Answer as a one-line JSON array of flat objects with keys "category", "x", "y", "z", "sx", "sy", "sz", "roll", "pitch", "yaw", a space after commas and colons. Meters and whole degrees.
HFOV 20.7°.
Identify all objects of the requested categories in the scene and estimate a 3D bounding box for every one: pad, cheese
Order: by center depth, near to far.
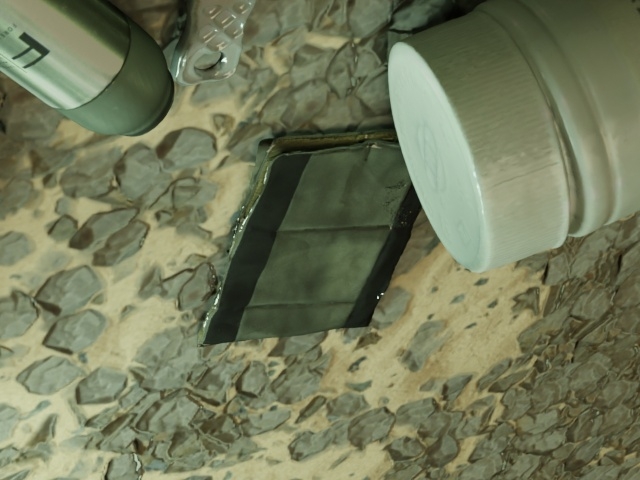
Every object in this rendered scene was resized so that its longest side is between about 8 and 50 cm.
[{"category": "cheese", "x": -0.069, "y": -0.197, "z": 1.135, "sx": 0.163, "sy": 0.070, "sz": 0.249, "roll": 4, "pitch": 135, "yaw": -41}, {"category": "pad", "x": 0.000, "y": 0.000, "z": 1.438, "sx": 0.174, "sy": 0.022, "sz": 0.233, "roll": -5, "pitch": 136, "yaw": -29}]

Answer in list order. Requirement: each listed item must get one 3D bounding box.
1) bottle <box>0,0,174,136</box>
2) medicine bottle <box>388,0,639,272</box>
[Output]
[{"category": "bottle", "x": -0.193, "y": -0.143, "z": 1.113, "sx": 0.096, "sy": 0.079, "sz": 0.254, "roll": -6, "pitch": 155, "yaw": 33}, {"category": "medicine bottle", "x": 0.226, "y": -0.120, "z": 1.315, "sx": 0.332, "sy": 0.190, "sz": 0.190, "roll": -24, "pitch": 141, "yaw": -9}]
